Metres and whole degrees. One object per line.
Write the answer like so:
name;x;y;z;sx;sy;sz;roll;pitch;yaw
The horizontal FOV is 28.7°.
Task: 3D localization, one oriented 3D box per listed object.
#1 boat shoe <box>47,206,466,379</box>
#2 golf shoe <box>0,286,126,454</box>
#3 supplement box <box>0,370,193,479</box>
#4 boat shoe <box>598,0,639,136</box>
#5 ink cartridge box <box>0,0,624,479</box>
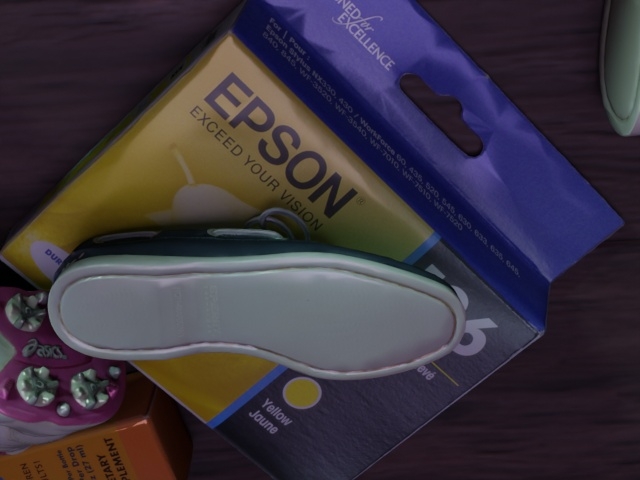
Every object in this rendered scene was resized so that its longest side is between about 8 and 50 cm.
boat shoe;-0.038;0.033;0.784;0.254;0.079;0.095;-2;119;2
golf shoe;-0.278;0.082;0.767;0.306;0.115;0.140;18;142;-32
supplement box;-0.217;0.169;0.918;0.233;0.080;0.078;-16;113;9
boat shoe;0.238;-0.211;0.725;0.096;0.116;0.324;-1;120;-6
ink cartridge box;0.000;0.000;0.847;0.307;0.072;0.303;-41;109;19
